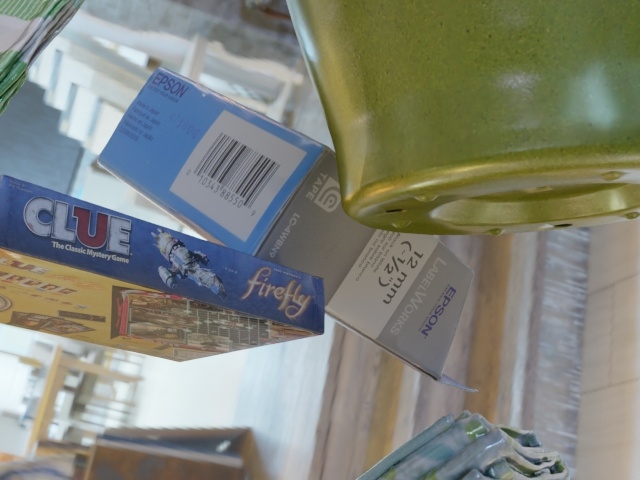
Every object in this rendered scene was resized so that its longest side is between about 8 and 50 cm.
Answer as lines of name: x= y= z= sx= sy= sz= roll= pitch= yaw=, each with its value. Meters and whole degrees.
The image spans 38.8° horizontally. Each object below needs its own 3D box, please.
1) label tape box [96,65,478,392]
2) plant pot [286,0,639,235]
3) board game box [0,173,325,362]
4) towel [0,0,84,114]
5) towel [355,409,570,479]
label tape box: x=0.000 y=0.000 z=0.840 sx=0.249 sy=0.347 sz=0.115 roll=30 pitch=88 yaw=45
plant pot: x=0.121 y=-0.190 z=0.549 sx=0.366 sy=0.366 sz=0.353 roll=153 pitch=115 yaw=-70
board game box: x=-0.139 y=0.031 z=0.601 sx=0.165 sy=0.243 sz=0.042 roll=-15 pitch=64 yaw=42
towel: x=-0.379 y=-0.248 z=0.989 sx=0.325 sy=0.247 sz=0.038 roll=-62 pitch=-28 yaw=-23
towel: x=0.072 y=0.316 z=0.925 sx=0.374 sy=0.320 sz=0.090 roll=-40 pitch=62 yaw=11
